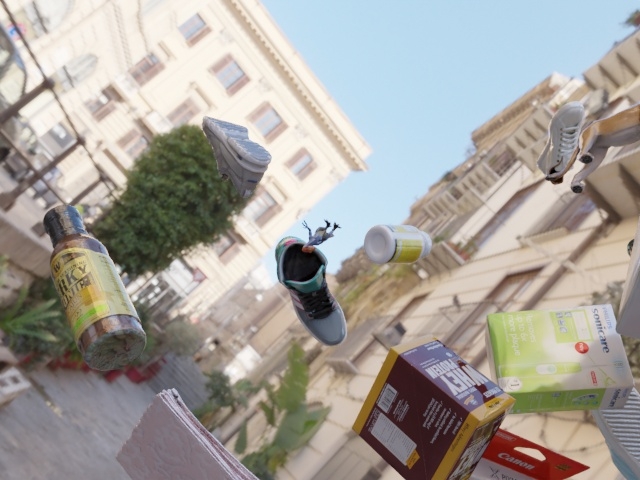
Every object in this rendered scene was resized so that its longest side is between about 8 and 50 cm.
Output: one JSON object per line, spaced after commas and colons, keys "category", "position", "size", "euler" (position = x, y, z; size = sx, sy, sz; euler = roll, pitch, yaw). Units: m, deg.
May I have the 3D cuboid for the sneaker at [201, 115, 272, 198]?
{"category": "sneaker", "position": [-0.207, -0.191, 1.514], "size": [0.105, 0.115, 0.281], "euler": [11, 23, -32]}

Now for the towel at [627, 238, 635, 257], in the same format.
{"category": "towel", "position": [0.780, 0.158, 1.357], "size": [0.370, 0.040, 0.271], "euler": [29, 30, -21]}

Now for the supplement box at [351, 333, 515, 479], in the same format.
{"category": "supplement box", "position": [0.194, 0.304, 1.199], "size": [0.194, 0.191, 0.129], "euler": [38, 28, 32]}

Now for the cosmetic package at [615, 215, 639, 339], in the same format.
{"category": "cosmetic package", "position": [0.675, -0.049, 1.040], "size": [0.329, 0.394, 0.327], "euler": [15, -29, 21]}

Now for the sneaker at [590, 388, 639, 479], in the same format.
{"category": "sneaker", "position": [0.742, 0.488, 1.692], "size": [0.366, 0.135, 0.150], "euler": [61, -20, 4]}

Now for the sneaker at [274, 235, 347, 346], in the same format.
{"category": "sneaker", "position": [-0.018, 0.117, 1.621], "size": [0.296, 0.123, 0.178], "euler": [61, -5, 4]}

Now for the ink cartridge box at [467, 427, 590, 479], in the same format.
{"category": "ink cartridge box", "position": [0.387, 0.501, 1.445], "size": [0.275, 0.060, 0.239], "euler": [26, -45, -19]}

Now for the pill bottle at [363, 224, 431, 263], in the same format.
{"category": "pill bottle", "position": [0.208, 0.011, 1.806], "size": [0.184, 0.103, 0.103], "euler": [2, 23, -44]}

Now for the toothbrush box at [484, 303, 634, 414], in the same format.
{"category": "toothbrush box", "position": [0.532, 0.271, 1.563], "size": [0.122, 0.283, 0.206], "euler": [77, 11, -52]}

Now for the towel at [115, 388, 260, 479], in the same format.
{"category": "towel", "position": [-0.283, 0.504, 1.470], "size": [0.317, 0.053, 0.332], "euler": [46, -49, 9]}

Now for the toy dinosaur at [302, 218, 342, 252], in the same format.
{"category": "toy dinosaur", "position": [0.000, 0.000, 1.170], "size": [0.047, 0.082, 0.090], "euler": [26, -26, 32]}

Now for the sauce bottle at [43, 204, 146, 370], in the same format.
{"category": "sauce bottle", "position": [-0.416, 0.071, 1.219], "size": [0.344, 0.111, 0.111], "euler": [52, -8, 36]}

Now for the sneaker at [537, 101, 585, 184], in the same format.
{"category": "sneaker", "position": [0.760, -0.291, 2.112], "size": [0.290, 0.105, 0.123], "euler": [89, -12, -51]}

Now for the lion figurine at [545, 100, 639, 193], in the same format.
{"category": "lion figurine", "position": [0.762, -0.274, 1.719], "size": [0.392, 0.240, 0.142], "euler": [-14, -52, 39]}
